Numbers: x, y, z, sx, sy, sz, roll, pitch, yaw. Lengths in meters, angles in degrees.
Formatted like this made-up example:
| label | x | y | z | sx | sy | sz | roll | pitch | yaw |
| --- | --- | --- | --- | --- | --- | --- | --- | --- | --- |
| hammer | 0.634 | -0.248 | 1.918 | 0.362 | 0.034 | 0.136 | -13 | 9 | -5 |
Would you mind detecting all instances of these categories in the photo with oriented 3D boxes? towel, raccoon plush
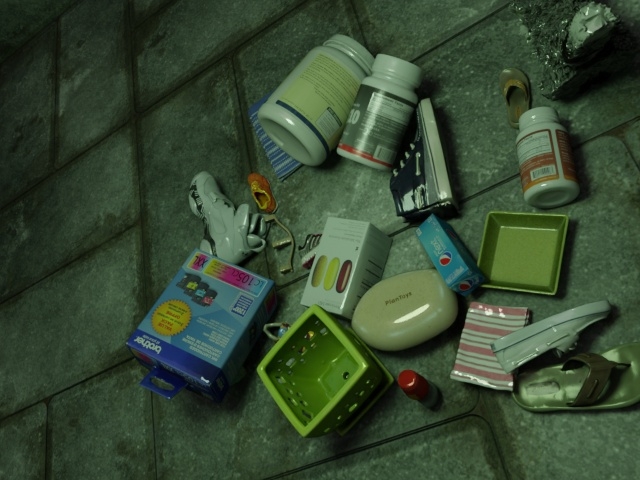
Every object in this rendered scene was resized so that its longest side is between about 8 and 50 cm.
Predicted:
| label | x | y | z | sx | sy | sz | roll | pitch | yaw |
| --- | --- | --- | --- | --- | --- | --- | --- | --- | --- |
| towel | 0.377 | 0.230 | 1.373 | 0.144 | 0.029 | 0.197 | 3 | 58 | 35 |
| towel | -0.090 | -0.374 | 1.976 | 0.243 | 0.040 | 0.336 | -34 | 57 | 15 |
| raccoon plush | 0.556 | -0.516 | 1.357 | 0.216 | 0.446 | 0.299 | -23 | 78 | 5 |

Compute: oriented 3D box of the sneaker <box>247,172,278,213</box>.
| label | x | y | z | sx | sy | sz | roll | pitch | yaw |
| --- | --- | --- | --- | --- | --- | --- | --- | --- | --- |
| sneaker | -0.187 | -0.157 | 1.922 | 0.064 | 0.067 | 0.175 | -45 | 51 | 13 |

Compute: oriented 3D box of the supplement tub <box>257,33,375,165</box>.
| label | x | y | z | sx | sy | sz | roll | pitch | yaw |
| --- | --- | --- | --- | --- | --- | --- | --- | --- | --- |
| supplement tub | 0.003 | -0.402 | 1.770 | 0.235 | 0.235 | 0.325 | 30 | 75 | 39 |

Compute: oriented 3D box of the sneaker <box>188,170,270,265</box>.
| label | x | y | z | sx | sy | sz | roll | pitch | yaw |
| --- | --- | --- | --- | --- | --- | --- | --- | --- | --- |
| sneaker | -0.277 | -0.084 | 1.914 | 0.210 | 0.137 | 0.366 | -26 | 62 | 21 |

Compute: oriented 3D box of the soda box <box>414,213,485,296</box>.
| label | x | y | z | sx | sy | sz | roll | pitch | yaw |
| --- | --- | --- | --- | --- | --- | --- | --- | --- | --- |
| soda box | 0.305 | 0.032 | 1.472 | 0.067 | 0.071 | 0.210 | -47 | 38 | 22 |

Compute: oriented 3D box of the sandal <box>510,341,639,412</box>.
| label | x | y | z | sx | sy | sz | roll | pitch | yaw |
| --- | --- | --- | --- | --- | --- | --- | --- | --- | --- |
| sandal | 0.524 | 0.282 | 1.238 | 0.302 | 0.086 | 0.120 | -23 | 55 | 28 |

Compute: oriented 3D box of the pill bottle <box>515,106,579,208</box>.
| label | x | y | z | sx | sy | sz | roll | pitch | yaw |
| --- | --- | --- | --- | --- | --- | --- | --- | --- | --- |
| pill bottle | 0.519 | -0.193 | 1.426 | 0.121 | 0.121 | 0.216 | -14 | 63 | 29 |

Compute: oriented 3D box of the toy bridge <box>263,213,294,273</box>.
| label | x | y | z | sx | sy | sz | roll | pitch | yaw |
| --- | --- | --- | --- | --- | --- | --- | --- | --- | --- |
| toy bridge | -0.111 | 0.008 | 1.812 | 0.063 | 0.026 | 0.188 | -18 | 69 | -4 |

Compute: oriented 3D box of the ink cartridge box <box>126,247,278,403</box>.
| label | x | y | z | sx | sy | sz | roll | pitch | yaw |
| --- | --- | --- | --- | --- | --- | --- | --- | --- | --- |
| ink cartridge box | -0.322 | 0.249 | 1.661 | 0.270 | 0.151 | 0.395 | 21 | 61 | 17 |

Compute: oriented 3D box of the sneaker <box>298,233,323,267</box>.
| label | x | y | z | sx | sy | sz | roll | pitch | yaw |
| --- | --- | --- | --- | --- | --- | --- | --- | --- | --- |
| sneaker | 0.000 | 0.000 | 1.730 | 0.170 | 0.063 | 0.075 | -42 | 59 | 19 |

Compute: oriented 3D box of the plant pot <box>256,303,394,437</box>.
| label | x | y | z | sx | sy | sz | roll | pitch | yaw |
| --- | --- | --- | --- | --- | --- | --- | --- | --- | --- |
| plant pot | 0.026 | 0.323 | 1.485 | 0.228 | 0.207 | 0.227 | -49 | 51 | 7 |

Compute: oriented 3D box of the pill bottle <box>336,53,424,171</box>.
| label | x | y | z | sx | sy | sz | roll | pitch | yaw |
| --- | --- | --- | --- | --- | --- | --- | --- | --- | --- |
| pill bottle | 0.164 | -0.342 | 1.663 | 0.161 | 0.161 | 0.283 | 28 | 103 | 39 |

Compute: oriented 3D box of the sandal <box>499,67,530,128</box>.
| label | x | y | z | sx | sy | sz | roll | pitch | yaw |
| --- | --- | --- | --- | --- | --- | --- | --- | --- | --- |
| sandal | 0.492 | -0.368 | 1.563 | 0.072 | 0.049 | 0.180 | -14 | 63 | 29 |

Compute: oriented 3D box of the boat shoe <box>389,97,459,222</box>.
| label | x | y | z | sx | sy | sz | roll | pitch | yaw |
| --- | --- | --- | --- | --- | --- | --- | --- | --- | --- |
| boat shoe | 0.249 | -0.206 | 1.606 | 0.158 | 0.127 | 0.341 | -15 | 63 | 20 |

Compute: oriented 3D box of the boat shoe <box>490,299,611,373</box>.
| label | x | y | z | sx | sy | sz | roll | pitch | yaw |
| --- | --- | --- | --- | --- | --- | --- | --- | --- | --- |
| boat shoe | 0.488 | 0.202 | 1.287 | 0.258 | 0.095 | 0.084 | -24 | 74 | 8 |

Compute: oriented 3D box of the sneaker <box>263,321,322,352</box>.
| label | x | y | z | sx | sy | sz | roll | pitch | yaw |
| --- | --- | --- | --- | --- | --- | --- | --- | --- | --- |
| sneaker | -0.070 | 0.261 | 1.653 | 0.185 | 0.084 | 0.070 | 4 | 73 | 35 |

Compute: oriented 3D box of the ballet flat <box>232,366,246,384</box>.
| label | x | y | z | sx | sy | sz | roll | pitch | yaw |
| --- | --- | --- | --- | --- | --- | --- | --- | --- | --- |
| ballet flat | -0.296 | 0.265 | 1.800 | 0.123 | 0.123 | 0.349 | -36 | 54 | 16 |

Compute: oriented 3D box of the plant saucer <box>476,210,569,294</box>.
| label | x | y | z | sx | sy | sz | roll | pitch | yaw |
| --- | --- | --- | --- | --- | --- | --- | --- | --- | --- |
| plant saucer | 0.463 | 0.030 | 1.416 | 0.188 | 0.045 | 0.188 | 5 | 74 | 35 |

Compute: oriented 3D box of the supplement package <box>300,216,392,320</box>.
| label | x | y | z | sx | sy | sz | roll | pitch | yaw |
| --- | --- | --- | --- | --- | --- | --- | --- | --- | --- |
| supplement package | 0.070 | 0.080 | 1.604 | 0.139 | 0.134 | 0.244 | 9 | 76 | 37 |

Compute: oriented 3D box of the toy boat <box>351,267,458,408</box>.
| label | x | y | z | sx | sy | sz | roll | pitch | yaw |
| --- | --- | --- | --- | --- | --- | --- | --- | --- | --- |
| toy boat | 0.209 | 0.230 | 1.458 | 0.267 | 0.148 | 0.318 | -19 | 53 | 21 |
